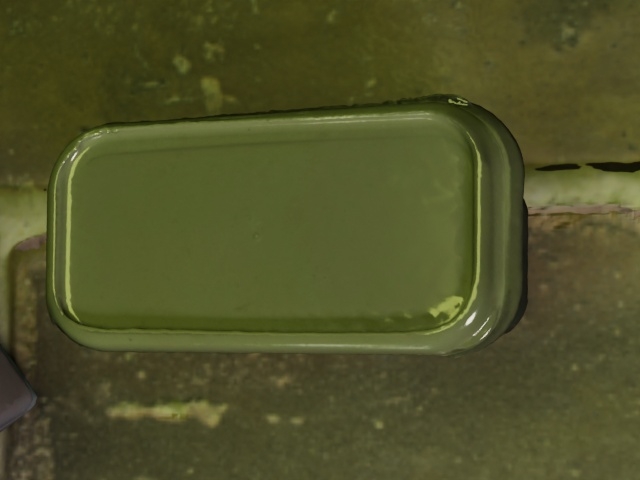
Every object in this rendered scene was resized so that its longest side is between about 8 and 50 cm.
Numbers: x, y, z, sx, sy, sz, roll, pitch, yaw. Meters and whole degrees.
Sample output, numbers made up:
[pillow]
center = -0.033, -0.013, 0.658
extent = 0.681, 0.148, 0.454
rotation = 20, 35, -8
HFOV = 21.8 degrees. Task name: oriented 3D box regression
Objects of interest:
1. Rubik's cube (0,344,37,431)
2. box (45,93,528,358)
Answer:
[Rubik's cube]
center = -0.402, 0.097, 1.021
extent = 0.387, 0.368, 0.358
rotation = -38, 87, 14
[box]
center = 0.000, 0.000, 0.957
extent = 0.274, 0.178, 0.138
rotation = 0, 84, 21
